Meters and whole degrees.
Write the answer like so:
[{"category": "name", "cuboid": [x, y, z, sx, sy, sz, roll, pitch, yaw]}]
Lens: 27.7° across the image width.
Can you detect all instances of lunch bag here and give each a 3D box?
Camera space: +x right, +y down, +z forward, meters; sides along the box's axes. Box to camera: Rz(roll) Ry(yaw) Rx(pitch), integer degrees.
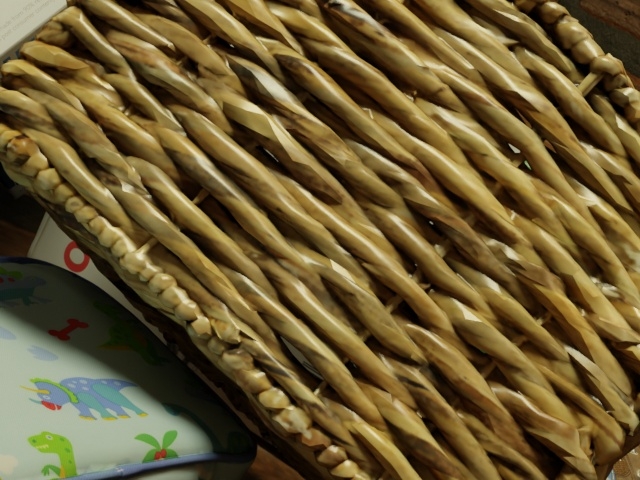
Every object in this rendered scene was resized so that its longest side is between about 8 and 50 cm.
[{"category": "lunch bag", "cuboid": [-0.147, 0.074, 0.518, 0.176, 0.090, 0.219, 37, 19, 30]}]

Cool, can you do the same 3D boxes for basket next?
[{"category": "basket", "cuboid": [0.027, -0.004, 0.614, 0.299, 0.213, 0.223, 43, -9, 12]}]

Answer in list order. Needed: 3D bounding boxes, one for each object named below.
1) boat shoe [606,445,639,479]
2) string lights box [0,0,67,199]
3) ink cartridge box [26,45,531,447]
[{"category": "boat shoe", "cuboid": [0.193, 0.154, 0.901, 0.066, 0.066, 0.183, 31, 25, -5]}, {"category": "string lights box", "cuboid": [-0.176, -0.119, 0.794, 0.077, 0.133, 0.260, 49, -11, 4]}, {"category": "ink cartridge box", "cuboid": [0.000, 0.000, 0.773, 0.289, 0.211, 0.121, 32, 16, 14]}]
